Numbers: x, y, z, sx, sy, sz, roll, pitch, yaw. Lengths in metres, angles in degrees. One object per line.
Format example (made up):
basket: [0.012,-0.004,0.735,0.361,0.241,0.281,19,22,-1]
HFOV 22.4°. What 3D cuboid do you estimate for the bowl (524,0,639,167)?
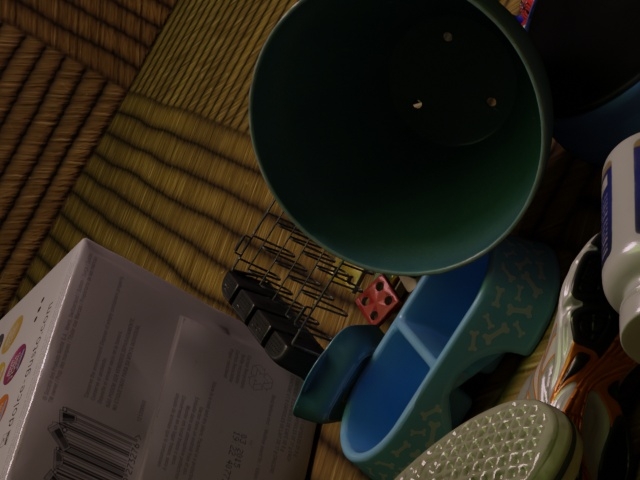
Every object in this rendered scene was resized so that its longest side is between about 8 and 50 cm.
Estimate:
bowl: [0.336,-0.259,1.580,0.391,0.077,0.391,-47,25,31]

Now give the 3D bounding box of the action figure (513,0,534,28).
action figure: [0.222,-0.326,1.839,0.091,0.139,0.280,102,179,-55]

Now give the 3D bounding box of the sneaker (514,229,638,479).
sneaker: [0.211,0.112,1.376,0.121,0.099,0.262,-33,33,59]

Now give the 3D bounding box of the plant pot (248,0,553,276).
plant pot: [0.100,-0.134,1.575,0.290,0.290,0.195,-49,-3,28]

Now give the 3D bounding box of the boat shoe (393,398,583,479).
boat shoe: [0.077,0.346,1.291,0.500,0.156,0.187,-60,18,12]

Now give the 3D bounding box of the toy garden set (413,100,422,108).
toy garden set: [0.112,-0.149,1.882,0.244,0.049,0.204,-22,22,34]

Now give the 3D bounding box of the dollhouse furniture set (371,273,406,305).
dollhouse furniture set: [0.087,0.002,1.841,0.152,0.058,0.076,-59,21,5]

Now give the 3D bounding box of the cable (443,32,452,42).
cable: [0.123,-0.286,2.083,0.257,0.089,0.257,-46,26,36]

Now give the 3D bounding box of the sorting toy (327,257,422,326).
sorting toy: [0.101,-0.028,1.761,0.274,0.046,0.132,-45,50,22]

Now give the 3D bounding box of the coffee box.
coffee box: [-0.243,0.270,1.865,0.334,0.338,0.338,-37,31,48]

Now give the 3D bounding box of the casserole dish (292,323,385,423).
casserole dish: [0.030,0.146,1.712,0.114,0.037,0.188,-59,-16,7]

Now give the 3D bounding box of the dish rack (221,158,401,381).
dish rack: [0.000,0.000,1.772,0.271,0.074,0.208,-59,35,11]

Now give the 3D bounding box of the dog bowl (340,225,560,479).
dog bowl: [0.120,0.115,1.602,0.297,0.074,0.166,-58,21,7]

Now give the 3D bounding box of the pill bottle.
pill bottle: [0.284,0.008,1.311,0.112,0.112,0.187,-41,28,41]
